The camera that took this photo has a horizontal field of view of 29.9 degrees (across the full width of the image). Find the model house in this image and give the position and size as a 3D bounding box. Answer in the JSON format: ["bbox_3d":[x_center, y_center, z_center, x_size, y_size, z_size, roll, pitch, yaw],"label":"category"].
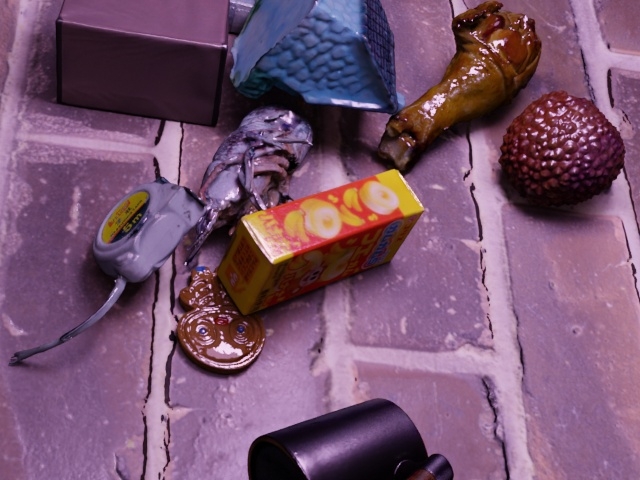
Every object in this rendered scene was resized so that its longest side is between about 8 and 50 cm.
[{"bbox_3d":[0.019,-0.303,1.888,0.241,0.226,0.261,31,36,-22],"label":"model house"}]

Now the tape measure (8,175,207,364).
[{"bbox_3d":[-0.296,0.053,1.652,0.084,0.164,0.330,43,82,-25],"label":"tape measure"}]

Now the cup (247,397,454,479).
[{"bbox_3d":[0.048,0.309,1.474,0.177,0.166,0.239,-18,37,-32],"label":"cup"}]

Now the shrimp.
[{"bbox_3d":[-0.097,-0.096,1.752,0.137,0.172,0.372,21,44,-5],"label":"shrimp"}]

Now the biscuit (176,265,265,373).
[{"bbox_3d":[-0.142,0.107,1.677,0.124,0.026,0.175,-3,55,-17],"label":"biscuit"}]

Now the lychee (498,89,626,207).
[{"bbox_3d":[0.379,-0.137,1.908,0.188,0.188,0.188,7,52,-9],"label":"lychee"}]

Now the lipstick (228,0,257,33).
[{"bbox_3d":[-0.126,-0.395,2.028,0.290,0.076,0.077,11,50,-6],"label":"lipstick"}]

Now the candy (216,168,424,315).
[{"bbox_3d":[0.000,0.000,1.706,0.276,0.146,0.088,-19,64,-34],"label":"candy"}]

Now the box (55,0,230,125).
[{"bbox_3d":[-0.270,-0.307,1.857,0.252,0.188,0.153,7,52,-6],"label":"box"}]

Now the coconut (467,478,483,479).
[{"bbox_3d":[0.179,0.407,1.419,0.241,0.241,0.241,7,52,-9],"label":"coconut"}]

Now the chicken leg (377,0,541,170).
[{"bbox_3d":[0.239,-0.271,1.945,0.140,0.211,0.361,21,43,38],"label":"chicken leg"}]
